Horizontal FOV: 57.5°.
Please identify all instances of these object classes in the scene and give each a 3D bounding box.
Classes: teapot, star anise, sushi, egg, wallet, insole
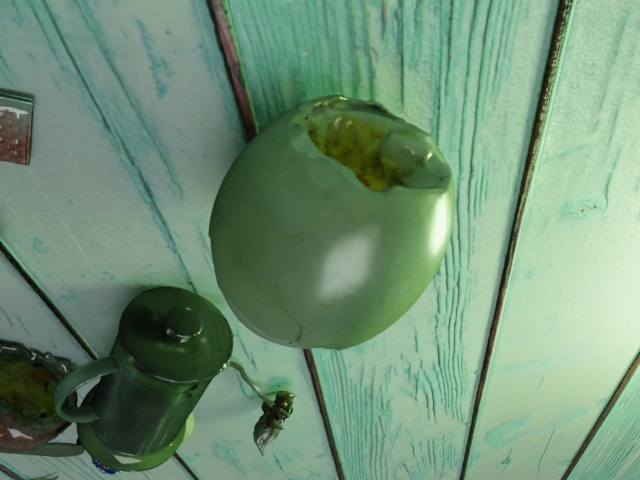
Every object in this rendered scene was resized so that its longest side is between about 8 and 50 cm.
[{"bbox_3d":[-0.307,0.236,0.992,0.271,0.200,0.337,-2,140,-37],"label":"teapot"},{"bbox_3d":[-0.154,0.338,1.240,0.227,0.148,0.218,40,158,-13],"label":"star anise"},{"bbox_3d":[-0.551,0.278,1.023,0.108,0.161,0.241,-32,136,25],"label":"sushi"},{"bbox_3d":[0.000,0.000,0.728,0.279,0.278,0.336,11,130,-24],"label":"egg"},{"bbox_3d":[-0.439,-0.142,0.671,0.197,0.020,0.103,8,135,-21],"label":"wallet"},{"bbox_3d":[-0.651,0.487,1.359,0.192,0.010,0.063,13,133,-25],"label":"insole"}]

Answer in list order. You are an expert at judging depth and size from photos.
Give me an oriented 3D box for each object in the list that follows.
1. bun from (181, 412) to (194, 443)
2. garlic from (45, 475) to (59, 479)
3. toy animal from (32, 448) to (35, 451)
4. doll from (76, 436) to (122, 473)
[{"bbox_3d":[-0.361,0.375,1.224,0.184,0.102,0.183,-8,129,-10],"label":"bun"},{"bbox_3d":[-0.719,0.674,1.521,0.129,0.090,0.198,-16,135,-18],"label":"garlic"},{"bbox_3d":[-0.638,0.344,1.150,0.179,0.089,0.188,13,142,-5],"label":"toy animal"},{"bbox_3d":[-0.504,0.505,1.374,0.096,0.070,0.195,12,141,20],"label":"doll"}]
